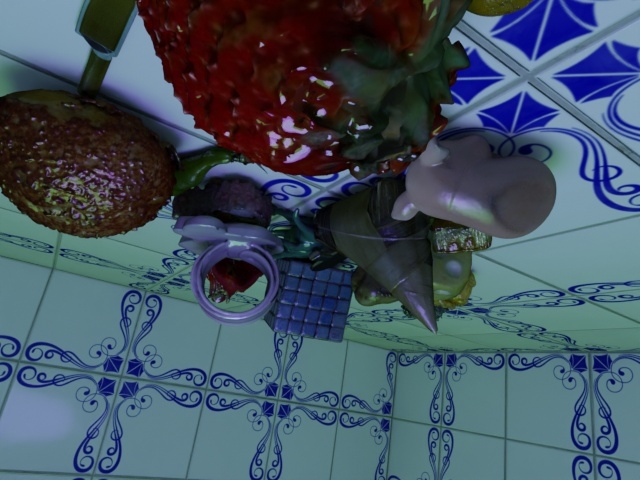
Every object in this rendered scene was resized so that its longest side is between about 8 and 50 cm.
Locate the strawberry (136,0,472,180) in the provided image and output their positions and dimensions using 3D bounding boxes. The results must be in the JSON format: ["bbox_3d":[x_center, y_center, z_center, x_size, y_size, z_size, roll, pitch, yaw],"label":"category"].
[{"bbox_3d":[-0.037,-0.203,0.432,0.351,0.267,0.312,30,172,18],"label":"strawberry"}]

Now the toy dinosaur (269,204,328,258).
[{"bbox_3d":[0.000,0.000,1.220,0.331,0.129,0.383,7,162,-28],"label":"toy dinosaur"}]

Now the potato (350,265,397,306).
[{"bbox_3d":[0.192,0.123,1.345,0.200,0.155,0.137,-19,145,-2],"label":"potato"}]

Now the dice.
[{"bbox_3d":[0.258,0.049,1.093,0.169,0.169,0.166,12,161,-9],"label":"dice"}]

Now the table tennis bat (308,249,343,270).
[{"bbox_3d":[0.029,0.047,1.248,0.154,0.021,0.274,-32,166,14],"label":"table tennis bat"}]

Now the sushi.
[{"bbox_3d":[-0.223,-0.073,1.057,0.241,0.107,0.161,-9,152,29],"label":"sushi"}]

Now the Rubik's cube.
[{"bbox_3d":[-0.043,0.194,1.471,0.237,0.237,0.238,12,176,-15],"label":"Rubik's cube"}]

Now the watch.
[{"bbox_3d":[-0.210,0.072,0.988,0.248,0.218,0.211,6,159,-8],"label":"watch"}]

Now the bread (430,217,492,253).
[{"bbox_3d":[0.298,-0.021,0.942,0.128,0.069,0.140,-5,-161,22],"label":"bread"}]

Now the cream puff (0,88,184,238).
[{"bbox_3d":[-0.449,-0.124,0.831,0.350,0.229,0.350,14,166,4],"label":"cream puff"}]

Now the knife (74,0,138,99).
[{"bbox_3d":[-0.317,-0.285,0.629,0.061,0.027,0.343,27,154,-31],"label":"knife"}]

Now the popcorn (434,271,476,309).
[{"bbox_3d":[0.389,0.144,1.358,0.163,0.140,0.194,7,163,22],"label":"popcorn"}]

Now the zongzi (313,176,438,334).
[{"bbox_3d":[0.112,0.049,0.956,0.154,0.318,0.289,-1,169,-34],"label":"zongzi"}]

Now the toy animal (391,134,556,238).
[{"bbox_3d":[0.260,-0.085,0.732,0.250,0.154,0.166,11,118,-3],"label":"toy animal"}]

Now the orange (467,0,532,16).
[{"bbox_3d":[0.163,-0.255,0.411,0.095,0.085,0.085,5,161,30],"label":"orange"}]

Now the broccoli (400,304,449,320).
[{"bbox_3d":[0.390,0.229,1.638,0.154,0.167,0.160,39,-167,7],"label":"broccoli"}]

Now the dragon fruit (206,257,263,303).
[{"bbox_3d":[-0.336,0.114,1.514,0.134,0.212,0.262,-16,143,37],"label":"dragon fruit"}]

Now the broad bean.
[{"bbox_3d":[-0.270,-0.142,0.955,0.318,0.056,0.098,-4,142,32],"label":"broad bean"}]
